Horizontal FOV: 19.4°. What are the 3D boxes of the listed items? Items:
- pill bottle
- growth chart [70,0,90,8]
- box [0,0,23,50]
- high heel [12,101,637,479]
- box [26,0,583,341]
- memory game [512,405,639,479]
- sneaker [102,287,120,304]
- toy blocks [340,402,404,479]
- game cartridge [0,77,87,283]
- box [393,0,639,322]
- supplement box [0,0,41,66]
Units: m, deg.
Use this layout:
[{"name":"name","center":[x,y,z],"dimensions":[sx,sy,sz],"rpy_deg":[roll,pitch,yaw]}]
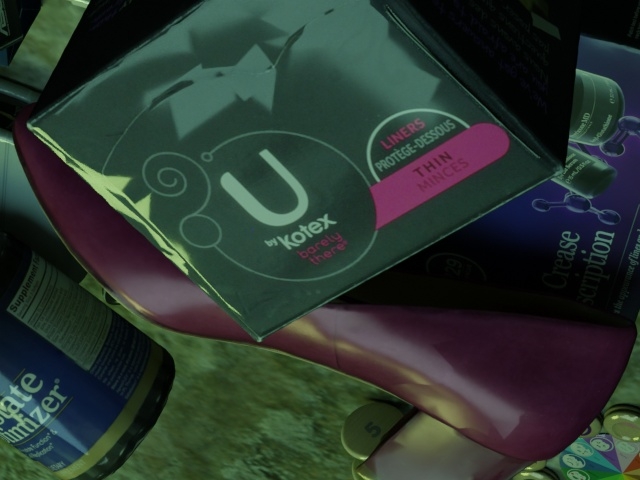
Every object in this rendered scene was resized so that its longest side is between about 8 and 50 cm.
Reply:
[{"name":"pill bottle","center":[-0.222,0.070,1.337],"dimensions":[0.219,0.123,0.123],"rpy_deg":[38,141,-19]},{"name":"growth chart","center":[-0.079,-0.193,1.098],"dimensions":[0.172,0.021,0.237],"rpy_deg":[20,144,1]},{"name":"box","center":[-0.276,-0.201,1.104],"dimensions":[0.184,0.045,0.190],"rpy_deg":[3,112,27]},{"name":"high heel","center":[0.000,0.000,1.111],"dimensions":[0.377,0.127,0.181],"rpy_deg":[38,116,-4]},{"name":"box","center":[0.011,-0.116,0.809],"dimensions":[0.165,0.270,0.143],"rpy_deg":[-30,116,32]},{"name":"memory game","center":[0.229,0.182,1.427],"dimensions":[0.186,0.012,0.186],"rpy_deg":[14,143,11]},{"name":"sneaker","center":[-0.112,-0.027,1.226],"dimensions":[0.086,0.132,0.228],"rpy_deg":[5,144,27]},{"name":"toy blocks","center":[0.088,0.195,1.482],"dimensions":[0.123,0.054,0.148],"rpy_deg":[5,141,20]},{"name":"game cartridge","center":[-0.300,-0.063,1.356],"dimensions":[0.294,0.060,0.196],"rpy_deg":[20,148,3]},{"name":"box","center":[0.124,-0.068,1.090],"dimensions":[0.184,0.103,0.261],"rpy_deg":[18,144,10]},{"name":"supplement box","center":[-0.227,-0.165,1.180],"dimensions":[0.083,0.056,0.083],"rpy_deg":[16,143,8]}]
